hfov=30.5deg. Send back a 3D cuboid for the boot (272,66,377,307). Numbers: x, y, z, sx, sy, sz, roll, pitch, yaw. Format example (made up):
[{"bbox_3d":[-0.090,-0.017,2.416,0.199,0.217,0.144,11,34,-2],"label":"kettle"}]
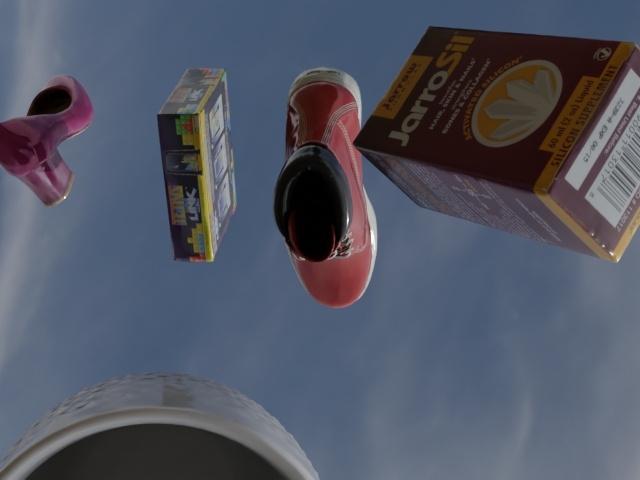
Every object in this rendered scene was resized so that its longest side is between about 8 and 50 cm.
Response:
[{"bbox_3d":[0.000,0.000,1.004,0.088,0.244,0.176,-1,-140,6],"label":"boot"}]

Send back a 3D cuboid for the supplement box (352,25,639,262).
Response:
[{"bbox_3d":[0.122,-0.067,0.734,0.188,0.081,0.104,20,-105,54],"label":"supplement box"}]

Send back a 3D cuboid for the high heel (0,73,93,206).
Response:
[{"bbox_3d":[-0.328,-0.149,1.344,0.082,0.117,0.244,-20,-141,16],"label":"high heel"}]

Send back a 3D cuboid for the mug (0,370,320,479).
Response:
[{"bbox_3d":[-0.154,0.281,0.925,0.374,0.276,0.328,-62,-172,-1],"label":"mug"}]

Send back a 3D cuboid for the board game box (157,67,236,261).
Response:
[{"bbox_3d":[-0.131,-0.083,1.266,0.048,0.170,0.141,2,-153,8],"label":"board game box"}]
